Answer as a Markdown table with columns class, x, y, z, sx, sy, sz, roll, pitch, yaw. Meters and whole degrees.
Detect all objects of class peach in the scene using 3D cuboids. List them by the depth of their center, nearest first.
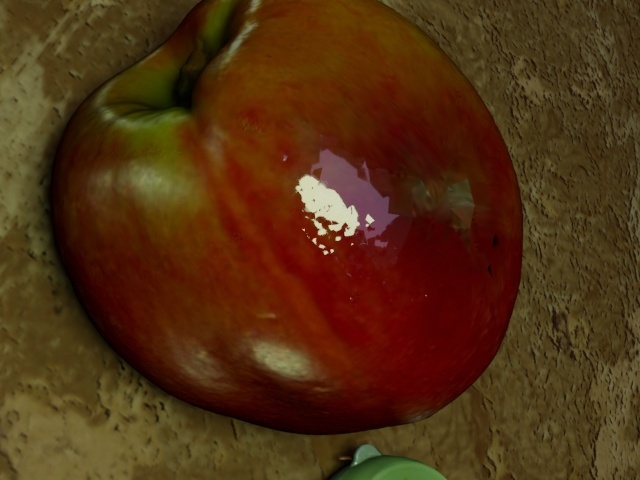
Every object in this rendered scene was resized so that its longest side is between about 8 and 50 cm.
| class | x | y | z | sx | sy | sz | roll | pitch | yaw |
| --- | --- | --- | --- | --- | --- | --- | --- | --- | --- |
| peach | 0.000 | 0.000 | 0.579 | 0.248 | 0.245 | 0.275 | -48 | 124 | -6 |

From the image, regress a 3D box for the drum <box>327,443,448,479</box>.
| class | x | y | z | sx | sy | sz | roll | pitch | yaw |
| --- | --- | --- | --- | --- | --- | --- | --- | --- | --- |
| drum | 0.002 | 0.227 | 0.598 | 0.253 | 0.049 | 0.130 | -38 | 102 | -40 |
